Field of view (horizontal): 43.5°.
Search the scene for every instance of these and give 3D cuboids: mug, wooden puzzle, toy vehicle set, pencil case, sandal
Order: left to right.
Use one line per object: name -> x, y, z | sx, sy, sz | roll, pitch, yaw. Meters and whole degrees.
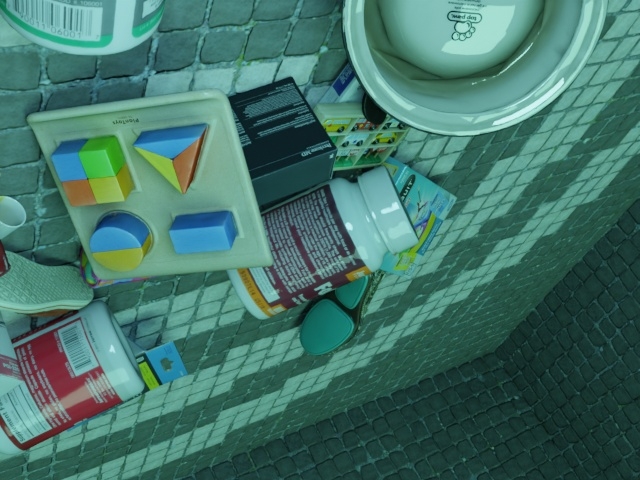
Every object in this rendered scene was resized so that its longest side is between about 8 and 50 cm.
mug -> -0.548, -0.039, 1.361 | 0.064, 0.078, 0.062 | -37, -172, 33
pencil case -> -0.365, 0.034, 1.632 | 0.236, 0.104, 0.104 | -9, 147, -37
wooden puzzle -> -0.267, -0.062, 1.277 | 0.322, 0.080, 0.347 | -6, 127, 12
toy vehicle set -> 0.063, -0.208, 1.617 | 0.267, 0.035, 0.166 | -10, 149, -40
sandal -> 0.121, -0.292, 1.497 | 0.067, 0.040, 0.179 | -20, 135, -37

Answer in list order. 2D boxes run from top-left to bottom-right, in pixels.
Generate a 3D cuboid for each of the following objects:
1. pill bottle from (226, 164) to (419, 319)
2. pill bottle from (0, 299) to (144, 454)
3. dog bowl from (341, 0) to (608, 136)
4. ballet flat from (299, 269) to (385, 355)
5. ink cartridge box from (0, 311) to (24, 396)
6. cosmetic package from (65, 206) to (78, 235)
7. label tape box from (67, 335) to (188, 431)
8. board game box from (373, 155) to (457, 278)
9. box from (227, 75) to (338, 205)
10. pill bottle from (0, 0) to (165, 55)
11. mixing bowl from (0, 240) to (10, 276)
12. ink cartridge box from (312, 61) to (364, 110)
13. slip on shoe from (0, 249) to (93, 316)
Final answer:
pill bottle -> 0.000, 0.000, 1.752 | 0.392, 0.224, 0.224 | -24, 156, 9
pill bottle -> -0.608, 0.311, 1.721 | 0.408, 0.229, 0.229 | -25, 154, -10
dog bowl -> 0.227, -0.378, 1.263 | 0.408, 0.150, 0.407 | -2, 121, -4
ballet flat -> 0.093, 0.165, 2.329 | 0.182, 0.164, 0.482 | -31, 158, -40
ink cartridge box -> -0.660, 0.201, 1.473 | 0.159, 0.217, 0.092 | -34, 155, 6
cosmetic package -> -0.327, -0.072, 1.474 | 0.238, 0.107, 0.127 | 0, 139, -42
label tape box -> -0.517, 0.322, 1.982 | 0.334, 0.105, 0.240 | -25, 154, -13
board game box -> 0.191, -0.049, 1.997 | 0.336, 0.079, 0.253 | 19, 102, -59
box -> -0.129, -0.161, 1.430 | 0.261, 0.184, 0.103 | -21, 153, -18
pill bottle -> -0.247, -0.393, 0.849 | 0.204, 0.204, 0.361 | -16, 151, -29
mixing bowl -> -0.592, 0.002, 1.278 | 0.182, 0.181, 0.098 | -9, 109, -39
ink cartridge box -> 0.096, -0.279, 1.620 | 0.224, 0.045, 0.223 | -4, 145, -46
slip on shoe -> -0.560, 0.094, 1.502 | 0.101, 0.123, 0.331 | -28, 165, 14
